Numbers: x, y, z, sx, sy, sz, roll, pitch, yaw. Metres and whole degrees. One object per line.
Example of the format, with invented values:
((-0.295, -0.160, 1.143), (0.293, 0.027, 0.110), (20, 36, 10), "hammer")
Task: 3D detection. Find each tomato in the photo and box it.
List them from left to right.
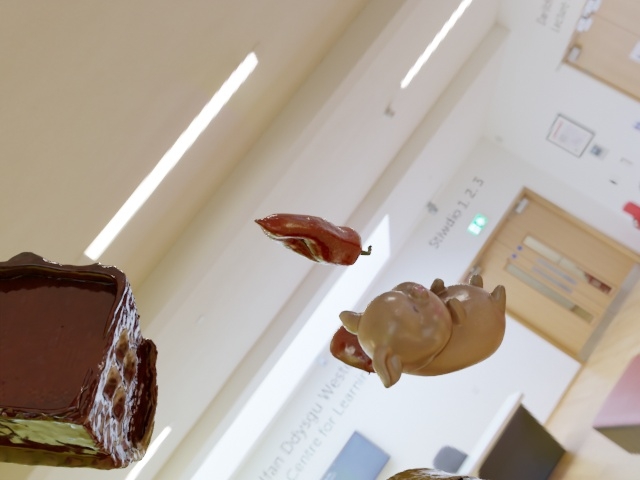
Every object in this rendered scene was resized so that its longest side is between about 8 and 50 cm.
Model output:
((0.115, 0.215, 1.442), (0.166, 0.174, 0.082), (-35, -42, -59), "tomato")

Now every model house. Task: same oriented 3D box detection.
((-0.282, 0.152, 0.672), (0.254, 0.195, 0.160), (90, -176, -50), "model house")

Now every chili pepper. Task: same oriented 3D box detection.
((0.001, 0.001, 0.740), (0.191, 0.059, 0.050), (15, -102, -43), "chili pepper")

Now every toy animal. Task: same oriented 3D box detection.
((0.173, 0.138, 1.037), (0.166, 0.250, 0.154), (-156, 66, -67), "toy animal")

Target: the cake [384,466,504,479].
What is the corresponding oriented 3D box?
((0.122, 0.354, 0.745), (0.207, 0.185, 0.178), (-7, -5, -22), "cake")
